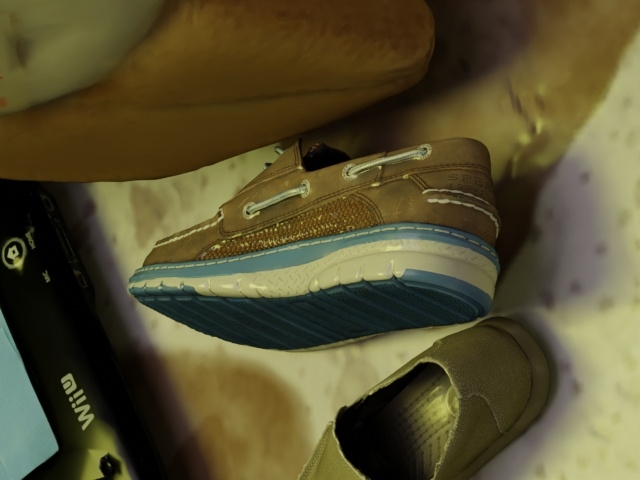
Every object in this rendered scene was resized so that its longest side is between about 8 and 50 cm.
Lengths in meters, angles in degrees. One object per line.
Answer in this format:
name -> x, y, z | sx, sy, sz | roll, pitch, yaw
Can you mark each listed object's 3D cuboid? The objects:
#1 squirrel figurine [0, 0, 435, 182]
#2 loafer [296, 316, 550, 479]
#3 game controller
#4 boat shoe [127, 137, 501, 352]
squirrel figurine -> -0.172, -0.212, 0.741 | 0.397, 0.281, 0.370 | -23, 60, 30
loafer -> 0.020, 0.082, 0.705 | 0.148, 0.050, 0.056 | -54, 56, 24
game controller -> -0.171, 0.046, 0.863 | 0.166, 0.067, 0.319 | -43, 61, 30
boat shoe -> 0.000, 0.000, 0.727 | 0.183, 0.066, 0.066 | -6, 63, 46
